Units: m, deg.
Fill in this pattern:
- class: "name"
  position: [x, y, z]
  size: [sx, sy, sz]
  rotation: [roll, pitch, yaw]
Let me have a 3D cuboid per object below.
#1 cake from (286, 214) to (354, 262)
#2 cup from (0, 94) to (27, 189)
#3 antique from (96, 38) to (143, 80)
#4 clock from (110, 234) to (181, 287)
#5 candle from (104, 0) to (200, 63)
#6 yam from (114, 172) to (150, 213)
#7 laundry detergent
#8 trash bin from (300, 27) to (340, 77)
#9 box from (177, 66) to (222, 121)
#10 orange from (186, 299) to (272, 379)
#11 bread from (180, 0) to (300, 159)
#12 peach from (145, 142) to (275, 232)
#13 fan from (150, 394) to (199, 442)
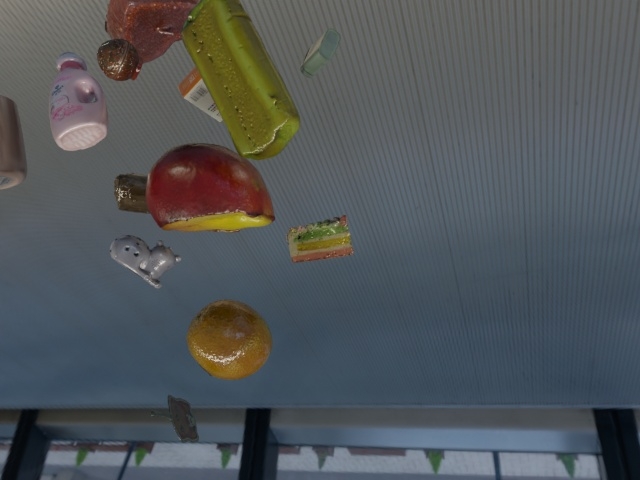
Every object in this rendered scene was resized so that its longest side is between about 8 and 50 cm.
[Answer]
- class: "cake"
  position: [0.014, 0.000, 1.339]
  size: [0.226, 0.109, 0.090]
  rotation: [-11, 173, 40]
- class: "cup"
  position: [-0.876, -0.229, 1.179]
  size: [0.253, 0.200, 0.191]
  rotation: [-15, 176, 13]
- class: "antique"
  position: [-0.490, -0.438, 1.141]
  size: [0.104, 0.104, 0.104]
  rotation: [6, 137, 5]
- class: "clock"
  position: [-0.491, 0.040, 1.318]
  size: [0.176, 0.117, 0.080]
  rotation: [38, 159, -16]
- class: "candle"
  position: [-0.520, -0.691, 1.462]
  size: [0.317, 0.287, 0.131]
  rotation: [-31, 85, 5]
- class: "yam"
  position: [-0.568, -0.151, 1.577]
  size: [0.238, 0.129, 0.128]
  rotation: [3, 137, -38]
- class: "laundry detergent"
  position: [-0.687, -0.403, 1.325]
  size: [0.159, 0.335, 0.087]
  rotation: [-21, 150, -3]
- class: "trash bin"
  position: [-0.002, -0.603, 1.519]
  size: [0.059, 0.116, 0.130]
  rotation: [28, 161, -23]
- class: "box"
  position: [-0.392, -0.630, 1.870]
  size: [0.274, 0.091, 0.221]
  rotation: [-39, 149, 14]
- class: "orange"
  position: [-0.251, 0.276, 1.311]
  size: [0.237, 0.236, 0.236]
  rotation: [6, 137, 5]
- class: "bread"
  position: [-0.168, -0.356, 1.027]
  size: [0.166, 0.112, 0.383]
  rotation: [-33, 78, 28]
- class: "peach"
  position: [-0.280, -0.107, 1.239]
  size: [0.338, 0.281, 0.281]
  rotation: [31, 139, 14]
- class: "fan"
  position: [-0.373, 0.456, 1.212]
  size: [0.009, 0.132, 0.220]
  rotation: [-30, 150, 0]
